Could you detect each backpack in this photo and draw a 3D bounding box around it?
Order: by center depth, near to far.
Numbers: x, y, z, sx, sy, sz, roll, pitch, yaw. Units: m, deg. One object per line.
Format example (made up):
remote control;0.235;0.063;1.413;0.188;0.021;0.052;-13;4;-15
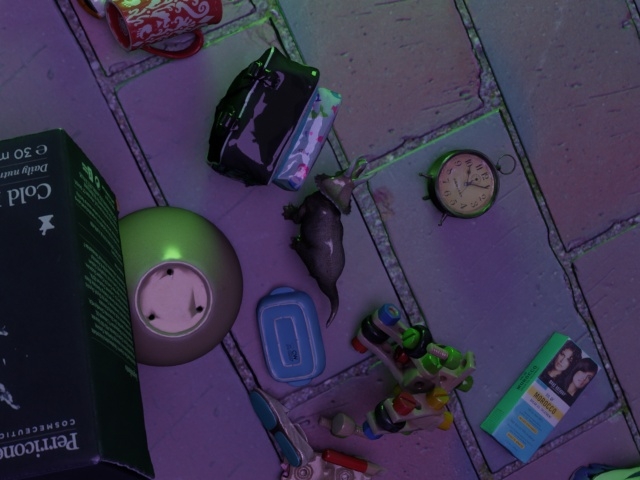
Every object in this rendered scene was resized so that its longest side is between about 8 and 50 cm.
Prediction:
backpack;-0.090;-0.194;1.652;0.191;0.253;0.225;27;84;-19

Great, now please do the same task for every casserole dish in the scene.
casserole dish;-0.056;0.179;1.778;0.114;0.037;0.188;-9;99;11

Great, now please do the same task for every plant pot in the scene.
plant pot;-0.256;0.087;1.661;0.284;0.191;0.284;-1;94;-15

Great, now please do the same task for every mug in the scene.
mug;-0.258;-0.372;1.648;0.169;0.113;0.150;-28;109;-24

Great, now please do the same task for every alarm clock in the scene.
alarm clock;0.284;-0.114;1.849;0.192;0.064;0.129;-23;99;-9

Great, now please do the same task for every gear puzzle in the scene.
gear puzzle;-0.008;0.558;1.838;0.175;0.044;0.339;8;92;-8

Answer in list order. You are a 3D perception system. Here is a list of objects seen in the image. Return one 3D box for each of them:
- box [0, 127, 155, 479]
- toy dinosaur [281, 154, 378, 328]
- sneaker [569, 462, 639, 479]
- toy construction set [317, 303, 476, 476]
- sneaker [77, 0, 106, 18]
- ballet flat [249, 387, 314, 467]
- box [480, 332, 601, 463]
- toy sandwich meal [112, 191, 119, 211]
box;-0.528;0.147;1.408;0.479;0.297;0.472;-12;72;0
toy dinosaur;0.000;0.000;1.736;0.121;0.160;0.314;9;91;-15
sneaker;0.670;0.502;1.936;0.315;0.182;0.127;-9;98;-13
toy construction set;0.166;0.295;1.785;0.237;0.257;0.309;26;102;-28
sneaker;-0.397;-0.510;1.637;0.121;0.099;0.262;-35;109;-17
ballet flat;-0.069;0.337;1.796;0.052;0.057;0.168;-26;82;-42
box;0.431;0.307;1.922;0.100;0.060;0.244;41;84;-14
toy sandwich meal;-0.386;-0.059;1.693;0.085;0.029;0.086;1;84;-9
